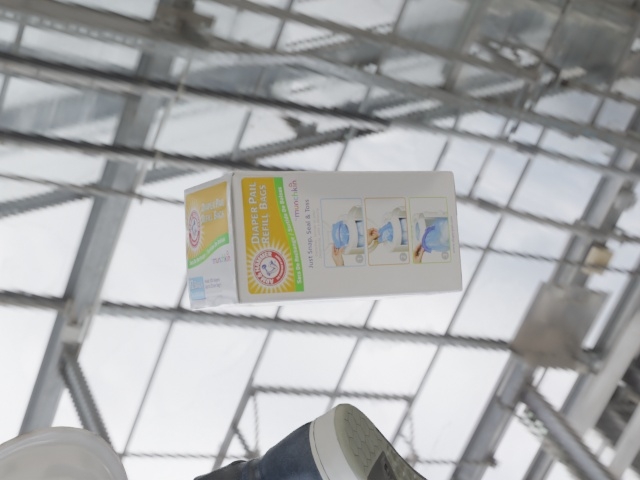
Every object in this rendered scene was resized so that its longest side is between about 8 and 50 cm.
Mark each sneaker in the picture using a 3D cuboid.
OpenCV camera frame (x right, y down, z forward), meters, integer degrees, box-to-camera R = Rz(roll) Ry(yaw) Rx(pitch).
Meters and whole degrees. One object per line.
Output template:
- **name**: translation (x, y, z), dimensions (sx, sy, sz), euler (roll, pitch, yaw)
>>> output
- **sneaker**: translation (0.004, 0.211, 0.774), dimensions (0.226, 0.163, 0.086), euler (51, -161, -30)

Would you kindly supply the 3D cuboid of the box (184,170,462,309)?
- **box**: translation (0.000, 0.000, 0.982), dimensions (0.203, 0.103, 0.114), euler (-2, 176, -28)

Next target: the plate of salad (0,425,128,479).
- **plate of salad**: translation (-0.185, 0.196, 0.677), dimensions (0.048, 0.200, 0.200), euler (19, -162, 31)
